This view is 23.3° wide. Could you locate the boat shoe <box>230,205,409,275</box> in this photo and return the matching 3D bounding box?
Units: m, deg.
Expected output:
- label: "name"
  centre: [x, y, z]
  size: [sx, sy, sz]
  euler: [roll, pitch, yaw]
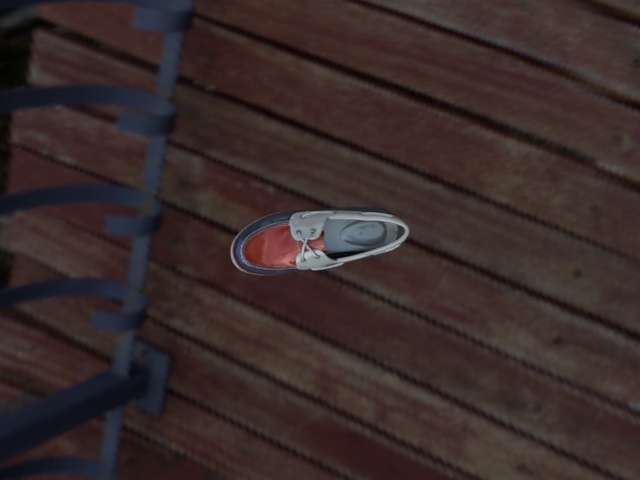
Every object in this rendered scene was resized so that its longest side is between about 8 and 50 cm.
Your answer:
- label: "boat shoe"
  centre: [0.000, 0.000, 1.185]
  size: [0.043, 0.137, 0.049]
  euler: [-163, 67, -70]
